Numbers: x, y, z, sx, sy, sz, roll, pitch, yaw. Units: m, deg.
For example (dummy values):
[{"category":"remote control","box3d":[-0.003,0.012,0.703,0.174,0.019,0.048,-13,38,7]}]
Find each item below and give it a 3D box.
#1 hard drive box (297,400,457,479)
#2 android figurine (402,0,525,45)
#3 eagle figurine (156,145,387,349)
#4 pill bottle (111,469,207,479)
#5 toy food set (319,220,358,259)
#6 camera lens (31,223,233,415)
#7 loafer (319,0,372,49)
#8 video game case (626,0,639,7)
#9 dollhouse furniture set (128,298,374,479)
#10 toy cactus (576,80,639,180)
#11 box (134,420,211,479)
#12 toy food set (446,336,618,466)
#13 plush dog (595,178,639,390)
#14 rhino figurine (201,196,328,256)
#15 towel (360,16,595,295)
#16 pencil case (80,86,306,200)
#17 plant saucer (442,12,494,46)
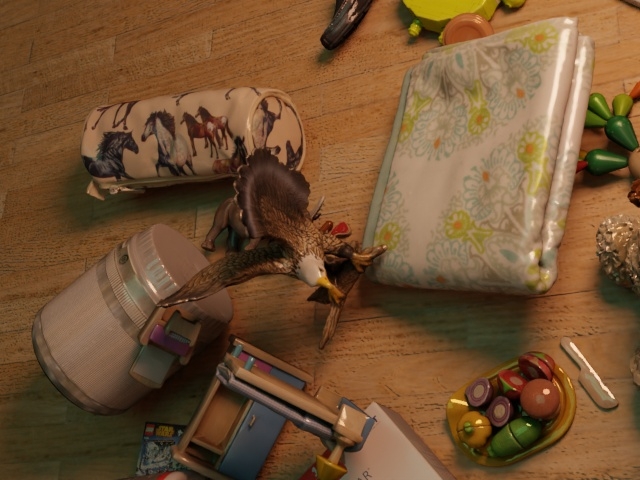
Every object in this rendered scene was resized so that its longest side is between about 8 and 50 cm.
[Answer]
[{"category":"hard drive box","box3d":[0.097,0.365,1.203,0.181,0.089,0.232,-48,54,4]},{"category":"android figurine","box3d":[0.238,-0.446,1.477,0.248,0.056,0.273,24,83,35]},{"category":"eagle figurine","box3d":[-0.058,0.012,1.231,0.225,0.298,0.226,-14,64,53]},{"category":"pill bottle","box3d":[-0.306,0.444,1.359,0.283,0.161,0.161,-15,63,24]},{"category":"toy food set","box3d":[0.000,0.000,1.452,0.122,0.019,0.078,-20,61,22]},{"category":"camera lens","box3d":[-0.307,0.132,1.452,0.274,0.219,0.219,-38,56,12]},{"category":"loafer","box3d":[0.058,-0.430,1.552,0.078,0.076,0.223,33,84,-4]},{"category":"video game case","box3d":[0.483,-0.465,1.362,0.183,0.023,0.201,40,92,35]},{"category":"dollhouse furniture set","box3d":[-0.124,0.242,1.207,0.198,0.286,0.303,-63,14,-5]},{"category":"toy cactus","box3d":[0.425,-0.141,1.226,0.219,0.112,0.181,-32,67,5]},{"category":"box","box3d":[-0.229,0.343,1.438,0.137,0.027,0.094,-1,71,30]},{"category":"toy food set","box3d":[0.260,0.209,1.183,0.217,0.071,0.128,-32,58,15]},{"category":"plush dog","box3d":[0.436,0.042,1.056,0.210,0.225,0.263,-19,62,23]},{"category":"rhino figurine","box3d":[-0.085,-0.022,1.468,0.243,0.073,0.106,5,72,39]},{"category":"towel","box3d":[0.212,-0.113,1.261,0.320,0.090,0.375,-1,73,54]},{"category":"pencil case","box3d":[-0.225,-0.165,1.566,0.410,0.160,0.184,-1,79,30]},{"category":"plant saucer","box3d":[0.233,-0.316,1.418,0.083,0.084,0.013,-7,22,27]}]
